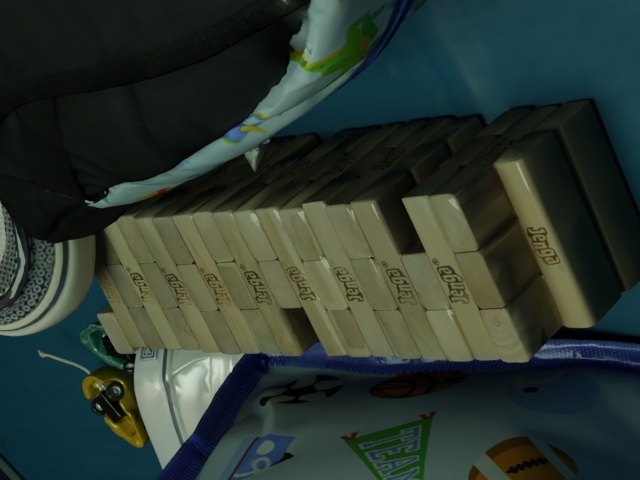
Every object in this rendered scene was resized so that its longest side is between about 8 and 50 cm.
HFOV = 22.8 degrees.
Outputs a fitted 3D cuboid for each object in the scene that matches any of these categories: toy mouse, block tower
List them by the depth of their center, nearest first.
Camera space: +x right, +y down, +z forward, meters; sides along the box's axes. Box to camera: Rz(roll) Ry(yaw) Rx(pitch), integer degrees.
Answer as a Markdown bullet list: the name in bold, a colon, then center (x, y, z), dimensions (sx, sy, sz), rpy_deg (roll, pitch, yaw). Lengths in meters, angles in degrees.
- **block tower**: center (0.000, 0.000, 0.828), dimensions (0.335, 0.091, 0.097), rpy_deg (-5, 116, 48)
- **toy mouse**: center (-0.112, 0.096, 1.076), dimensions (0.161, 0.031, 0.143), rpy_deg (46, 144, 6)

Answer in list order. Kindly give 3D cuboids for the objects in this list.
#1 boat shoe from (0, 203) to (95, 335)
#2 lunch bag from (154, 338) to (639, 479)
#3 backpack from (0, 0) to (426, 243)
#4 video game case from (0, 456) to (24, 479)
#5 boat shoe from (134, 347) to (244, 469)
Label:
- **boat shoe**: center (-0.255, -0.091, 0.836), dimensions (0.127, 0.158, 0.341), rpy_deg (-34, 85, 22)
- **lunch bag**: center (0.132, 0.230, 0.777), dimensions (0.385, 0.239, 0.328), rpy_deg (-2, 120, 25)
- **backpack**: center (-0.073, -0.164, 0.659), dimensions (0.290, 0.273, 0.355), rpy_deg (59, 164, -8)
- **video game case**: center (-0.431, 0.168, 1.232), dimensions (0.300, 0.329, 0.036), rpy_deg (44, 123, 9)
- **boat shoe**: center (-0.037, 0.160, 1.004), dimensions (0.084, 0.095, 0.258), rpy_deg (-4, 128, 25)
